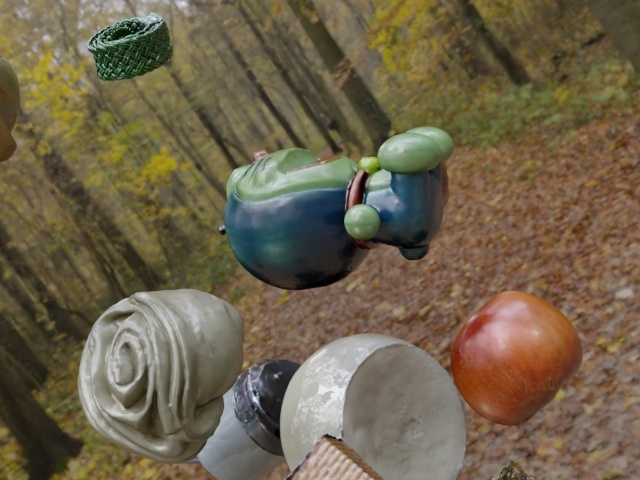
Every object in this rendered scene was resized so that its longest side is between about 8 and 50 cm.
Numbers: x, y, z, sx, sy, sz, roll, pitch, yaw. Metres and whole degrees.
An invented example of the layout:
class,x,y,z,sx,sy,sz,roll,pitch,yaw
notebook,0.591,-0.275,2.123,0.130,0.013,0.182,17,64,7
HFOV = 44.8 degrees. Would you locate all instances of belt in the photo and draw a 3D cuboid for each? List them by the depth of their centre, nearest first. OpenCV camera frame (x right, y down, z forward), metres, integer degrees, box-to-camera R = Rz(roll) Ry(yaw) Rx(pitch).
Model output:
class,x,y,z,sx,sy,sz,roll,pitch,yaw
belt,-0.285,-0.289,1.191,0.121,0.079,0.151,-9,33,8

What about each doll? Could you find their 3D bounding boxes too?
class,x,y,z,sx,sy,sz,roll,pitch,yaw
doll,0.012,-0.035,0.980,0.322,0.186,0.198,-7,10,27

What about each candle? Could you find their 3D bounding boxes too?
class,x,y,z,sx,sy,sz,roll,pitch,yaw
candle,-0.160,0.437,1.805,0.342,0.221,0.221,-45,0,32

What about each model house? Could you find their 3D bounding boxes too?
class,x,y,z,sx,sy,sz,roll,pitch,yaw
model house,0.028,0.383,1.035,0.183,0.172,0.166,-54,-26,-5

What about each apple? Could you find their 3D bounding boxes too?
class,x,y,z,sx,sy,sz,roll,pitch,yaw
apple,0.240,0.144,0.971,0.163,0.139,0.163,-43,-14,-14

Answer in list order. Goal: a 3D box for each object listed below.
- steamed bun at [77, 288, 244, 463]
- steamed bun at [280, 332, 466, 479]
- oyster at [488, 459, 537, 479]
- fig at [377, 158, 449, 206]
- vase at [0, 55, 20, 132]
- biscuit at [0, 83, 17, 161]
class,x,y,z,sx,sy,sz,roll,pitch,yaw
steamed bun,-0.315,0.218,1.392,0.324,0.219,0.310,7,72,38
steamed bun,0.080,0.315,1.306,0.206,0.324,0.324,-22,13,48
oyster,0.287,0.470,1.273,0.396,0.111,0.204,-42,-22,-44
fig,0.155,-0.112,1.430,0.202,0.148,0.149,7,10,42
vase,-0.626,-0.176,1.282,0.241,0.302,0.329,13,9,-43
biscuit,-0.510,-0.205,1.052,0.041,0.239,0.212,3,-1,44
